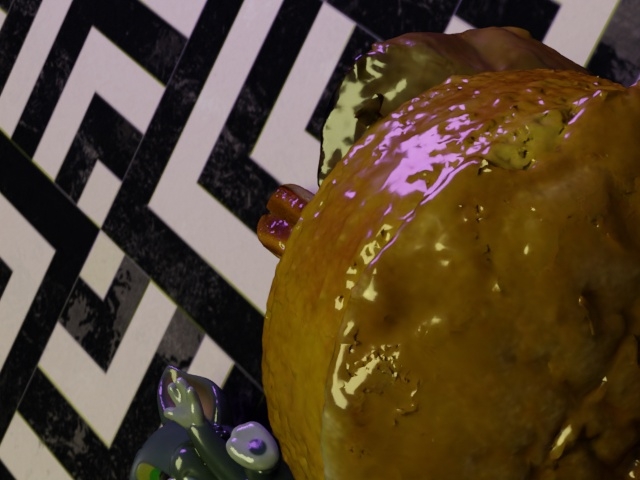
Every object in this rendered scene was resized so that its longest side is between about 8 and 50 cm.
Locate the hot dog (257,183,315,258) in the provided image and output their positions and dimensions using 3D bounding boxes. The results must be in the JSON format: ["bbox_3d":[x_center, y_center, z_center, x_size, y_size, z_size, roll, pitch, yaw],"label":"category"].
[{"bbox_3d":[0.000,0.000,1.757,0.165,0.045,0.071,31,105,47],"label":"hot dog"}]

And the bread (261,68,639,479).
[{"bbox_3d":[0.150,0.085,1.246,0.215,0.398,0.398,35,106,54],"label":"bread"}]

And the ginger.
[{"bbox_3d":[0.139,-0.050,1.473,0.269,0.223,0.200,37,100,6],"label":"ginger"}]

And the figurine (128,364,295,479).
[{"bbox_3d":[-0.073,0.205,1.718,0.265,0.140,0.193,-7,97,34],"label":"figurine"}]
